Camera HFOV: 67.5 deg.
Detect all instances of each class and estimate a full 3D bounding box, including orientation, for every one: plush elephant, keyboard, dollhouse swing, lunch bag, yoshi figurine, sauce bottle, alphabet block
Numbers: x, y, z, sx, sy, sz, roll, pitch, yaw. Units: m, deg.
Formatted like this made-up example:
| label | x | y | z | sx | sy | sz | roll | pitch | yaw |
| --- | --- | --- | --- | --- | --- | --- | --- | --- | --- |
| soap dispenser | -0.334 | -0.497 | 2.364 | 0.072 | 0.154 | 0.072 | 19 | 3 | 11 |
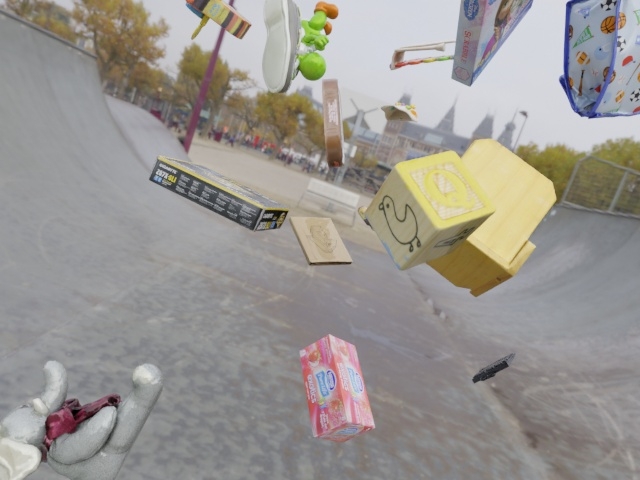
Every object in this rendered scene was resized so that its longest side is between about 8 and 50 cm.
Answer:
| label | x | y | z | sx | sy | sz | roll | pitch | yaw |
| --- | --- | --- | --- | --- | --- | --- | --- | --- | --- |
| plush elephant | -0.491 | 0.360 | 0.934 | 0.256 | 0.329 | 0.272 | 27 | -20 | -8 |
| keyboard | 0.611 | 0.459 | 1.707 | 0.023 | 0.180 | 0.108 | 48 | 47 | 10 |
| dollhouse swing | 0.477 | -0.077 | 1.486 | 0.347 | 0.305 | 0.315 | 38 | -25 | 5 |
| lunch bag | 0.987 | -0.604 | 1.583 | 0.328 | 0.384 | 0.239 | -9 | 11 | -19 |
| yoshi figurine | -0.020 | -0.782 | 1.951 | 0.203 | 0.362 | 0.203 | 7 | -27 | 39 |
| sauce bottle | 0.187 | -0.086 | 1.869 | 0.042 | 0.042 | 0.128 | 13 | 30 | -36 |
| alphabet block | 0.255 | -0.070 | 1.147 | 0.194 | 0.197 | 0.192 | -19 | 66 | -28 |

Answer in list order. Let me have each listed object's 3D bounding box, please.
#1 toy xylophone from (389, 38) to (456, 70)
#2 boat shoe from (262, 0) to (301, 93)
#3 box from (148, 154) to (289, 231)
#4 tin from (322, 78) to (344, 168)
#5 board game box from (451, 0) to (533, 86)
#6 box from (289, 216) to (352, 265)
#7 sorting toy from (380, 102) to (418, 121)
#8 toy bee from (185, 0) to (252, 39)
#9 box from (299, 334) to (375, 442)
| label | x | y | z | sx | sy | sz | roll | pitch | yaw |
| --- | --- | --- | --- | --- | --- | --- | --- | --- | --- |
| toy xylophone | 0.400 | -0.686 | 1.766 | 0.323 | 0.081 | 0.236 | 10 | 29 | 37 |
| boat shoe | -0.101 | -0.553 | 1.350 | 0.109 | 0.304 | 0.091 | -9 | -12 | 40 |
| box | -0.268 | -0.127 | 1.335 | 0.322 | 0.079 | 0.257 | 26 | 6 | 8 |
| tin | 0.027 | -0.242 | 0.987 | 0.040 | 0.189 | 0.106 | -5 | -11 | 10 |
| board game box | 0.446 | -0.601 | 1.176 | 0.066 | 0.318 | 0.318 | 34 | -10 | 20 |
| box | 0.000 | 0.000 | 1.589 | 0.165 | 0.021 | 0.201 | 0 | 47 | -32 |
| sorting toy | 0.187 | -0.318 | 1.170 | 0.083 | 0.044 | 0.075 | 15 | 10 | 41 |
| toy bee | -0.314 | -0.624 | 1.260 | 0.299 | 0.195 | 0.162 | 9 | 33 | -23 |
| box | 0.051 | 0.486 | 1.575 | 0.154 | 0.142 | 0.299 | 33 | 33 | -41 |
